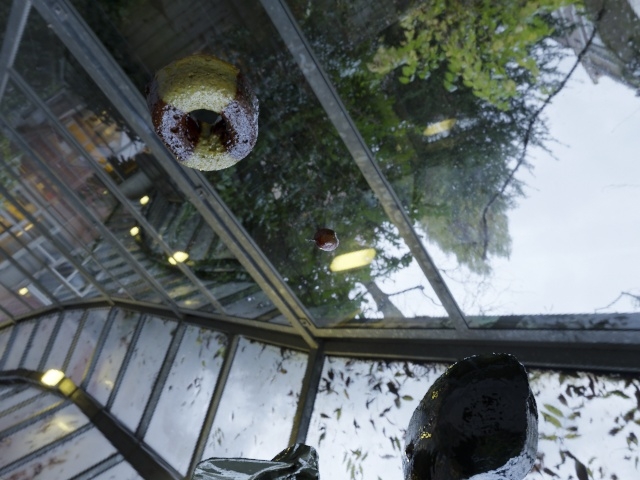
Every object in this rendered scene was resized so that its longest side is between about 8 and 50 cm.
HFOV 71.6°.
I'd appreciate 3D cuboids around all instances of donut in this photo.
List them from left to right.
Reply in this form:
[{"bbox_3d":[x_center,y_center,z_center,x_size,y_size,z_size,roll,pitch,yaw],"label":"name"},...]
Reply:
[{"bbox_3d":[-0.136,-0.142,0.525,0.140,0.140,0.059,-27,-129,16],"label":"donut"}]

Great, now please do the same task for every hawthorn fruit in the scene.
[{"bbox_3d":[0.000,0.000,1.264,0.103,0.067,0.066,-9,-167,-27],"label":"hawthorn fruit"}]

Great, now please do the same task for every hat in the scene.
[{"bbox_3d":[-0.127,0.491,0.918,0.244,0.214,0.149,18,-165,8],"label":"hat"}]

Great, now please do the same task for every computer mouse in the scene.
[{"bbox_3d":[0.182,0.272,0.627,0.295,0.087,0.168,-56,-163,38],"label":"computer mouse"}]

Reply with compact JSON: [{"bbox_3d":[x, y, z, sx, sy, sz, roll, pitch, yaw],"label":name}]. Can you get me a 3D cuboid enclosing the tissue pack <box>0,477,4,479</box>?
[{"bbox_3d":[-0.448,0.351,0.476,0.297,0.380,0.207,-9,-142,35],"label":"tissue pack"}]
